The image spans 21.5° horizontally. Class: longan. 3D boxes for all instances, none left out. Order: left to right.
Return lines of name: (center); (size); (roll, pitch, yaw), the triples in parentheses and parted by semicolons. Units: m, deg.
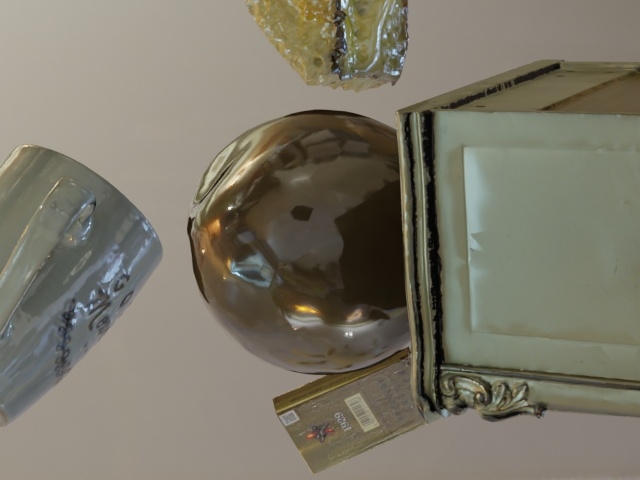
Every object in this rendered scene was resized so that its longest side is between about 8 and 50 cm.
longan: (0.000, 0.000, 1.349); (0.246, 0.246, 0.215); (-1, -92, -21)

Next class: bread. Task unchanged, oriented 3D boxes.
bread: (0.016, -0.298, 1.871); (0.163, 0.262, 0.204); (8, -174, 31)

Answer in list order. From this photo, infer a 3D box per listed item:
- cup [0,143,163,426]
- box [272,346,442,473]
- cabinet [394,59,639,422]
cup: (-0.283, 0.038, 1.605); (0.186, 0.258, 0.234); (34, -116, 0)
box: (0.034, 0.151, 1.510); (0.133, 0.090, 0.023); (-25, -144, 6)
cabinet: (0.260, -0.002, 1.199); (0.318, 0.227, 0.290); (3, -167, 28)
